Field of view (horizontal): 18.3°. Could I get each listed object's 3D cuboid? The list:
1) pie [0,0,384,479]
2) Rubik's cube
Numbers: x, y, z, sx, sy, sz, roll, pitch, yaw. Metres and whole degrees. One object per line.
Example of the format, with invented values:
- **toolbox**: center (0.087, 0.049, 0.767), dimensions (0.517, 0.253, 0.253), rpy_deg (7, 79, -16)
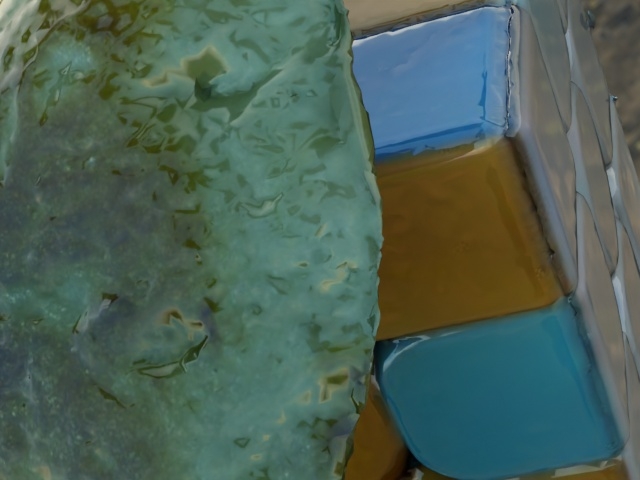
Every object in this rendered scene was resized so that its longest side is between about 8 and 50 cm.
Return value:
- **pie**: center (-0.075, 0.022, 0.717), dimensions (0.257, 0.105, 0.274), rpy_deg (10, 95, 44)
- **Rubik's cube**: center (0.000, 0.000, 0.993), dimensions (0.292, 0.291, 0.290), rpy_deg (-13, 36, 16)
